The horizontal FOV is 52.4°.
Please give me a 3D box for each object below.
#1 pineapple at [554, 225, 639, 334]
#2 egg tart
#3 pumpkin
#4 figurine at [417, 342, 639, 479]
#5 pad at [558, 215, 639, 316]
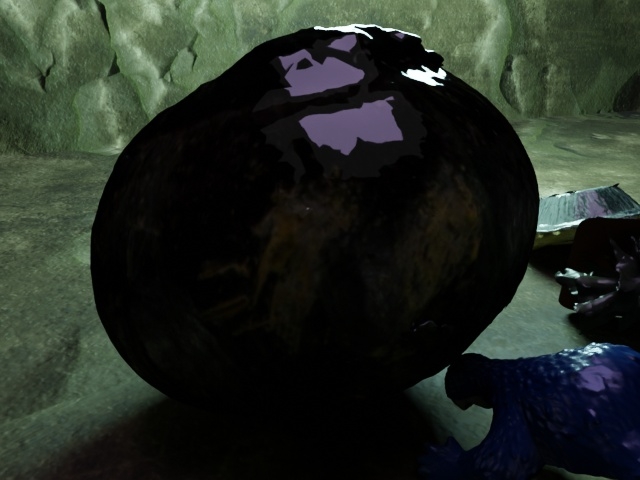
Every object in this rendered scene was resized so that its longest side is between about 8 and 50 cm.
[{"bbox_3d":[0.398,0.054,0.650,0.341,0.169,0.169,12,23,36],"label":"pineapple"},{"bbox_3d":[0.444,-0.041,1.099,0.234,0.094,0.234,-7,-2,0],"label":"egg tart"},{"bbox_3d":[0.000,0.000,0.668,0.455,0.343,0.454,-23,-8,-3],"label":"pumpkin"},{"bbox_3d":[0.206,0.140,0.557,0.262,0.120,0.164,-1,23,40],"label":"figurine"},{"bbox_3d":[0.391,0.043,0.784,0.181,0.267,0.004,6,64,18],"label":"pad"}]
